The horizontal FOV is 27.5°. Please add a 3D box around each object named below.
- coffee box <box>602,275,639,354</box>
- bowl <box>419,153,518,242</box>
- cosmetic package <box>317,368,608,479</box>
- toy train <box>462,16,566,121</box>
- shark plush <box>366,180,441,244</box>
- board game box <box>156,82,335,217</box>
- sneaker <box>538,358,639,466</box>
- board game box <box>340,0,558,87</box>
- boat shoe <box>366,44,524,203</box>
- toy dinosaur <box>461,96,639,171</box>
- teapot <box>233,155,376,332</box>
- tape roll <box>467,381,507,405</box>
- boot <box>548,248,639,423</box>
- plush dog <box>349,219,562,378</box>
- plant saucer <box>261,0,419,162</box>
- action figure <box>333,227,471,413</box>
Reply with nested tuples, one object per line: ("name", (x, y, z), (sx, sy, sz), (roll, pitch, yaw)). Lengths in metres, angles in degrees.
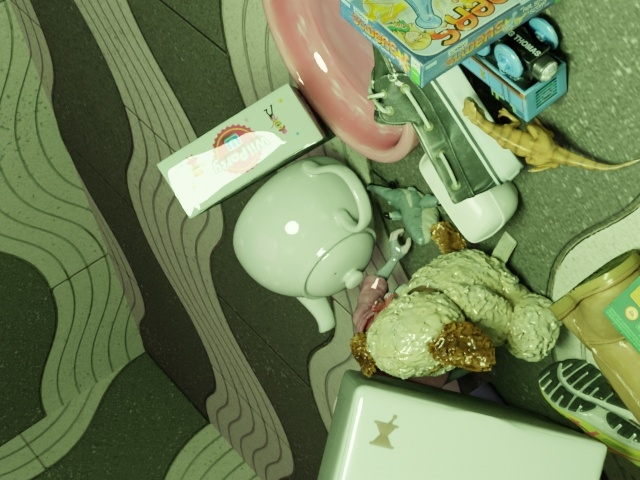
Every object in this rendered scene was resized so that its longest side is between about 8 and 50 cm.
("coffee box", (0.395, 0.057, 1.368), (0.113, 0.040, 0.184), (50, 129, 17))
("bowl", (0.202, -0.076, 1.731), (0.142, 0.053, 0.142), (55, 162, 3))
("cosmetic package", (0.159, 0.376, 1.795), (0.329, 0.328, 0.394), (14, 177, 0))
("toy train", (0.198, -0.221, 1.476), (0.184, 0.080, 0.105), (44, 163, 32))
("shark plush", (0.122, -0.052, 1.940), (0.161, 0.067, 0.073), (45, 158, 31))
("board game box", (-0.103, -0.136, 1.961), (0.098, 0.224, 0.303), (59, -175, -3))
("sneaker", (0.376, 0.241, 1.775), (0.208, 0.081, 0.094), (38, 156, 42))
("board game box", (0.140, -0.256, 1.368), (0.136, 0.201, 0.035), (45, 158, 28))
("boat shoe", (0.114, -0.176, 1.563), (0.335, 0.119, 0.121), (51, -172, -20))
("toy dinosaur", (0.258, -0.103, 1.508), (0.211, 0.064, 0.112), (21, -170, 11))
("teapot", (0.000, 0.000, 2.072), (0.187, 0.252, 0.256), (46, -171, 25))
("tape roll", (0.220, 0.316, 2.104), (0.080, 0.189, 0.189), (52, 161, 11))
("boot", (0.404, 0.150, 1.568), (0.269, 0.089, 0.236), (54, 171, 9))
("plush dog", (0.160, 0.106, 1.773), (0.262, 0.225, 0.211), (-14, 106, 42))
("plant saucer", (0.045, -0.265, 1.765), (0.332, 0.084, 0.332), (48, 160, 24))
("action figure", (0.098, 0.169, 2.082), (0.248, 0.275, 0.370), (54, 176, 25))
